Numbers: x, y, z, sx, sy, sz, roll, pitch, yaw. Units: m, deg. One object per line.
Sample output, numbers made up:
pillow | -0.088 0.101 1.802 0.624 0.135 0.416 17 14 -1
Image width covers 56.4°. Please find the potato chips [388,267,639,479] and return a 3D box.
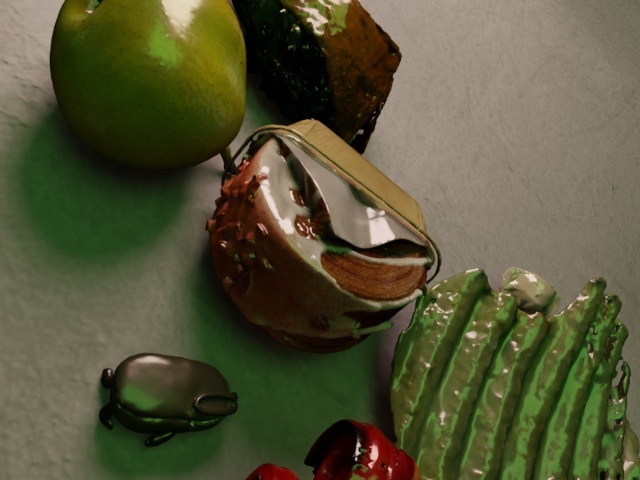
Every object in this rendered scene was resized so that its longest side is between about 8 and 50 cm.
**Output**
potato chips | 0.239 0.231 0.607 0.373 0.097 0.390 8 70 -28

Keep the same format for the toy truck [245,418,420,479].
toy truck | 0.014 0.272 0.369 0.189 0.265 0.239 35 44 -11

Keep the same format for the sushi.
sushi | -0.026 -0.226 0.654 0.287 0.140 0.149 43 16 -7

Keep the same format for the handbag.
handbag | -0.117 0.127 0.480 0.111 0.047 0.072 11 57 -27

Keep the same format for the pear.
pear | -0.132 -0.140 0.541 0.216 0.166 0.180 39 34 -48

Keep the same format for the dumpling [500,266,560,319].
dumpling | 0.259 0.070 0.746 0.076 0.057 0.052 30 13 -44

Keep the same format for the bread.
bread | 0.000 0.000 0.565 0.224 0.142 0.212 38 39 -11
